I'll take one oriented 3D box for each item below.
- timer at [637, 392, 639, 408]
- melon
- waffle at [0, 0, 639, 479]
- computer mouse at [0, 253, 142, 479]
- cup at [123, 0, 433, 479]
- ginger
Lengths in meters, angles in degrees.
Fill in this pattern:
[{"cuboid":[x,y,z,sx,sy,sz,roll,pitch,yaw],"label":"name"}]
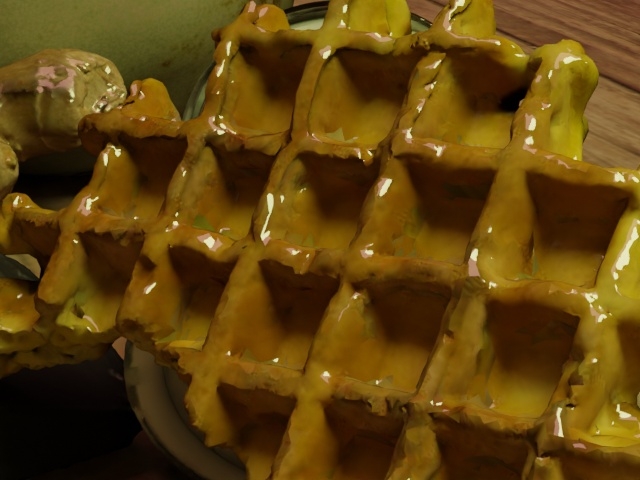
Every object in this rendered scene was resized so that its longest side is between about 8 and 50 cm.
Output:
[{"cuboid":[0.135,0.106,0.447,0.175,0.175,0.255,0,19,-24],"label":"timer"},{"cuboid":[-0.182,-0.175,0.927,0.330,0.268,0.268,-21,29,-15],"label":"melon"},{"cuboid":[0.001,0.036,0.447,0.069,0.259,0.293,43,11,-53],"label":"waffle"},{"cuboid":[-0.216,0.057,0.549,0.295,0.087,0.168,9,22,-47],"label":"computer mouse"},{"cuboid":[0.000,0.000,0.668,0.196,0.196,0.280,11,29,5],"label":"cup"},{"cuboid":[-0.279,-0.042,0.764,0.333,0.081,0.148,-4,63,-1],"label":"ginger"}]
